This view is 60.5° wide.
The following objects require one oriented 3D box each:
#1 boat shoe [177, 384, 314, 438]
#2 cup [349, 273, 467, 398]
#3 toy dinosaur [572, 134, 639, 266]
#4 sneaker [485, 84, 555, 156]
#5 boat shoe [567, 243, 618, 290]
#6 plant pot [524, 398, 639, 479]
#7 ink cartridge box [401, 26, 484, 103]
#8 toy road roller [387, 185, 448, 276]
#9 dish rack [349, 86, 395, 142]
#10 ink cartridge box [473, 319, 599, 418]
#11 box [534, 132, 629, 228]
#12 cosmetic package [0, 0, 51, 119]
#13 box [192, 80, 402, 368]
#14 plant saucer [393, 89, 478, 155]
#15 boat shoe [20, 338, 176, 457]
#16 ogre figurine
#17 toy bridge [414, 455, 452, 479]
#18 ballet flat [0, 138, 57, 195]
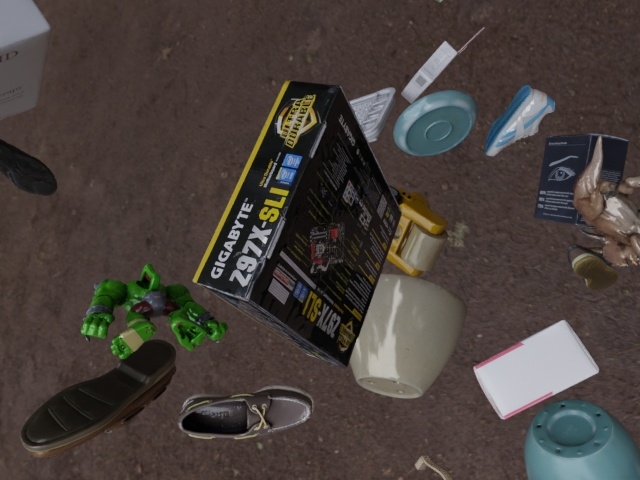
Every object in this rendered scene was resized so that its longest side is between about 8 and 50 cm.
[{"bbox_3d":[-0.174,0.417,1.313,0.324,0.097,0.117,0,92,-4],"label":"boat shoe"},{"bbox_3d":[0.197,0.265,1.409,0.331,0.331,0.237,-8,55,35],"label":"cup"},{"bbox_3d":[0.563,-0.048,1.070,0.127,0.200,0.296,-36,93,-6],"label":"toy dinosaur"},{"bbox_3d":[0.513,-0.295,1.439,0.229,0.092,0.087,122,165,-53],"label":"sneaker"},{"bbox_3d":[0.471,0.044,0.950,0.056,0.152,0.049,-33,50,23],"label":"boat shoe"},{"bbox_3d":[0.640,0.539,1.345,0.293,0.293,0.235,-8,119,35],"label":"plant pot"},{"bbox_3d":[0.418,-0.626,1.931,0.066,0.296,0.261,43,88,-3],"label":"ink cartridge box"},{"bbox_3d":[0.308,-0.055,1.872,0.329,0.240,0.202,40,125,30],"label":"toy road roller"},{"bbox_3d":[0.123,-0.435,2.059,0.332,0.072,0.285,-8,42,37],"label":"dish rack"},{"bbox_3d":[0.443,0.276,1.174,0.207,0.283,0.117,-31,71,7],"label":"ink cartridge box"},{"bbox_3d":[0.603,-0.139,1.280,0.153,0.108,0.207,-150,67,-72],"label":"box"},{"bbox_3d":[-0.803,-0.421,1.110,0.327,0.329,0.393,58,149,-8],"label":"cosmetic package"},{"bbox_3d":[0.000,0.000,0.701,0.079,0.322,0.257,15,73,27],"label":"box"},{"bbox_3d":[0.422,-0.407,1.988,0.317,0.317,0.044,-32,55,27],"label":"plant saucer"},{"bbox_3d":[-0.384,0.305,1.003,0.110,0.307,0.104,28,125,27],"label":"boat shoe"},{"bbox_3d":[-0.239,0.099,0.783,0.118,0.197,0.097,49,141,46],"label":"ogre figurine"},{"bbox_3d":[0.278,0.566,1.242,0.063,0.026,0.188,-63,31,22],"label":"toy bridge"},{"bbox_3d":[-0.492,-0.128,0.873,0.057,0.173,0.049,-47,52,-3],"label":"ballet flat"}]
